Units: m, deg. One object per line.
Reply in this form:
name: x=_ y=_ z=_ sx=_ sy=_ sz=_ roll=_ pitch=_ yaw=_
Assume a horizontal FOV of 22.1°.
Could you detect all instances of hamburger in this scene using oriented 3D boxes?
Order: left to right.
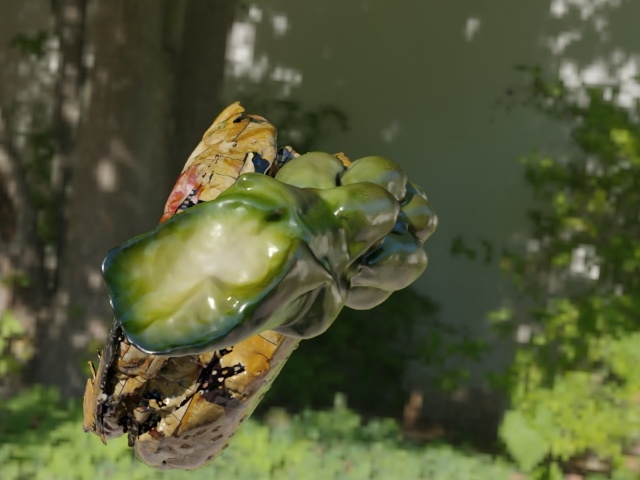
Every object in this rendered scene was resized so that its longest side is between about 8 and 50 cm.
hamburger: x=-0.060 y=0.035 z=0.960 sx=0.106 sy=0.231 sz=0.231 roll=25 pitch=2 yaw=-5

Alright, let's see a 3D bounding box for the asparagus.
asparagus: x=0.000 y=0.000 z=0.691 sx=0.080 sy=0.080 sz=0.287 roll=6 pitch=6 yaw=17
